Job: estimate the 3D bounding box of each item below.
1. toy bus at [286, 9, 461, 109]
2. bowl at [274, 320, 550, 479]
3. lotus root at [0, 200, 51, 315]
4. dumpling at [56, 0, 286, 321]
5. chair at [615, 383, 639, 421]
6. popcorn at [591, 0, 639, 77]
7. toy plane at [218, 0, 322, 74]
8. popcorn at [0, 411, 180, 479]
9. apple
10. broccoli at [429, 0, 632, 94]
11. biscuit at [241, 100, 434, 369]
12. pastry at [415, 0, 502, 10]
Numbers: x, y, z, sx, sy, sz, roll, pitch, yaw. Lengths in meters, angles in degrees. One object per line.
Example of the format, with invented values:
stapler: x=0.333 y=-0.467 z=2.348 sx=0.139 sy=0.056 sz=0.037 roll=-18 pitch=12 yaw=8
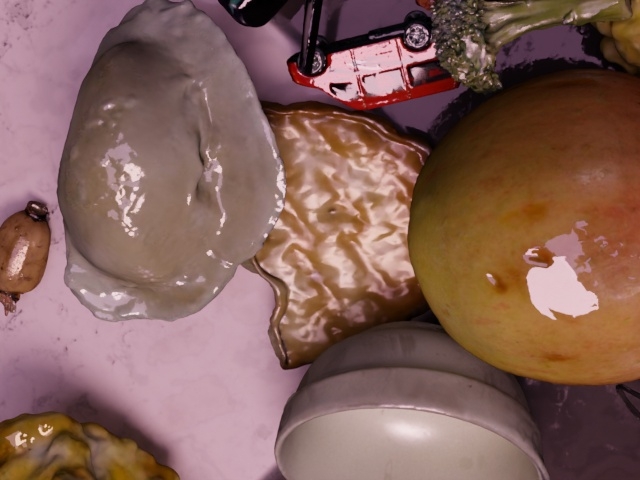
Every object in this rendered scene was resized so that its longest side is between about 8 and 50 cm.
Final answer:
toy bus: x=0.062 y=-0.202 z=1.193 sx=0.195 sy=0.081 sz=0.089 roll=-12 pitch=110 yaw=8
bowl: x=0.105 y=0.205 z=1.197 sx=0.307 sy=0.163 sz=0.307 roll=5 pitch=142 yaw=3
lotus root: x=-0.382 y=0.023 z=1.303 sx=0.072 sy=0.063 sz=0.151 roll=15 pitch=100 yaw=-6
dumpling: x=-0.196 y=-0.071 z=1.156 sx=0.212 sy=0.270 sz=0.320 roll=-22 pitch=138 yaw=-28
chair: x=0.477 y=0.206 z=1.221 sx=0.140 sy=0.221 sz=0.145 roll=-43 pitch=52 yaw=14
popcorn: x=0.412 y=-0.266 z=1.073 sx=0.250 sy=0.235 sz=0.241 roll=-12 pitch=91 yaw=44
toy plane: x=-0.036 y=-0.381 z=1.128 sx=0.155 sy=0.106 sz=0.381 roll=15 pitch=92 yaw=29
popcorn: x=-0.302 y=0.389 z=1.268 sx=0.292 sy=0.293 sz=0.334 roll=-45 pitch=78 yaw=12
apple: x=0.254 y=-0.002 z=1.083 sx=0.305 sy=0.338 sz=0.338 roll=-14 pitch=100 yaw=14
broccoli: x=0.209 y=-0.221 z=1.047 sx=0.204 sy=0.118 sz=0.122 roll=-11 pitch=82 yaw=24
biscuit: x=0.000 y=0.000 z=1.248 sx=0.329 sy=0.078 sz=0.335 roll=24 pitch=104 yaw=-2
pastry: x=0.190 y=-0.318 z=1.133 sx=0.209 sy=0.115 sz=0.097 roll=-23 pitch=137 yaw=10
